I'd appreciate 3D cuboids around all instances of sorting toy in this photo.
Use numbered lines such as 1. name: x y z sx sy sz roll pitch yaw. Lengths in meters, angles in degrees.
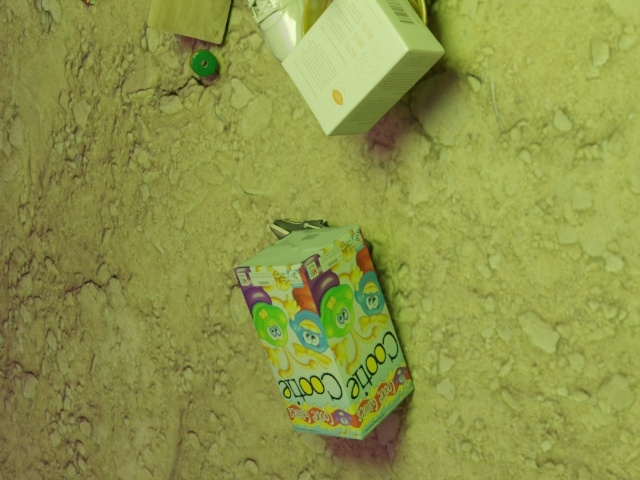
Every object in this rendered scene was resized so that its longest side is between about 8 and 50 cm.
1. sorting toy: -0.221 -0.429 1.467 0.046 0.132 0.275 -131 53 -64

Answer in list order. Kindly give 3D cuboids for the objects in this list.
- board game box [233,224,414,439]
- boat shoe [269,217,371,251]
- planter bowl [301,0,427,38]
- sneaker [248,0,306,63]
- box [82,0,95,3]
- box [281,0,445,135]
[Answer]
1. board game box: 0.008 0.134 1.263 0.144 0.142 0.276 -5 110 43
2. boat shoe: 0.000 0.000 1.375 0.206 0.075 0.065 24 69 44
3. planter bowl: 0.082 -0.303 1.218 0.217 0.090 0.217 8 103 38
4. sneaker: -0.120 -0.407 1.341 0.108 0.169 0.293 -28 78 40
5. box: -0.500 -0.564 1.765 0.137 0.027 0.094 44 124 30
6. box: 0.054 -0.242 1.133 0.170 0.091 0.130 -43 71 36
